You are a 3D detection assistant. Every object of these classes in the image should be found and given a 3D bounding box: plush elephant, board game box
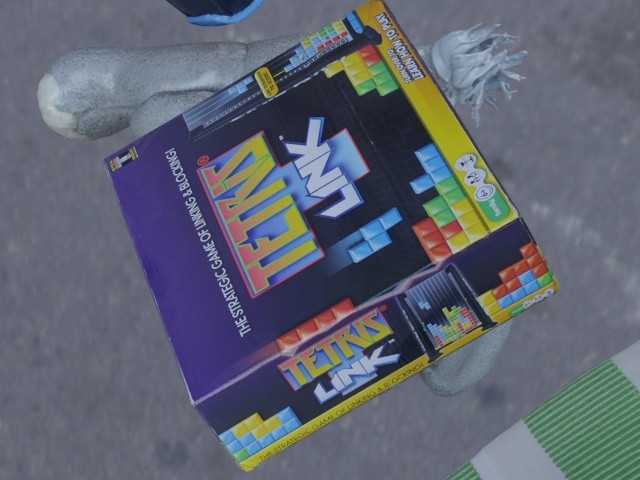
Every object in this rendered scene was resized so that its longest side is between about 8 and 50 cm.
[{"bbox_3d":[0.000,0.000,1.371,0.330,0.272,0.255,-5,78,40],"label":"plush elephant"},{"bbox_3d":[-0.002,-0.009,0.799,0.141,0.048,0.170,-30,39,2],"label":"board game box"}]

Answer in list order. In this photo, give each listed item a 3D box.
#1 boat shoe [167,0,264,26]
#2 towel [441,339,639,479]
[{"bbox_3d":[-0.039,-0.259,1.223,0.089,0.109,0.258,33,61,-38],"label":"boat shoe"},{"bbox_3d":[0.153,0.205,1.352,0.325,0.038,0.248,-39,26,2],"label":"towel"}]
